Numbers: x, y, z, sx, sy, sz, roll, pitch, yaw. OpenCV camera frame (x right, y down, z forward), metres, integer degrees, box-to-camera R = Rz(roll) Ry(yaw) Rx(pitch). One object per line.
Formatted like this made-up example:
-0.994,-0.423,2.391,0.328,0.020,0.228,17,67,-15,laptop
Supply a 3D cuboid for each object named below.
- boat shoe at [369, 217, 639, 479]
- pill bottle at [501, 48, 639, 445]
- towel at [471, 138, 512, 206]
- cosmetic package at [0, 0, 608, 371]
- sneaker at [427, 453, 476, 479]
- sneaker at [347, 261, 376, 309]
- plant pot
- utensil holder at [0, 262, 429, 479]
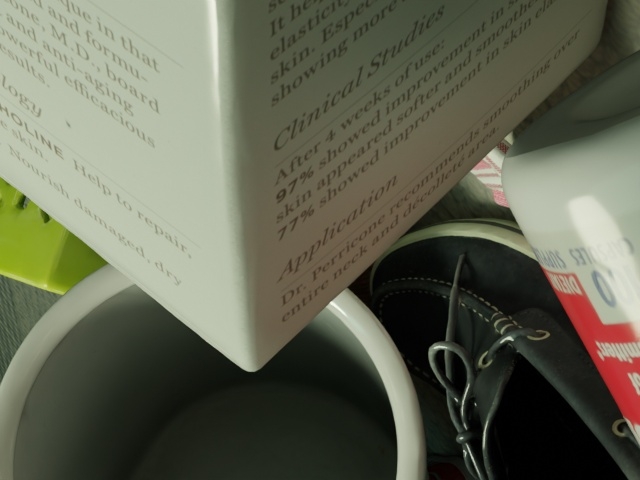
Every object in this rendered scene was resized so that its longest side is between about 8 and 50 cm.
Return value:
0.162,0.116,1.267,0.500,0.156,0.187,30,148,54,boat shoe
0.275,0.086,0.855,0.408,0.229,0.229,60,160,-8,pill bottle
0.123,-0.041,1.176,0.144,0.029,0.197,38,-177,42,towel
-0.048,-0.217,0.945,0.327,0.329,0.394,37,153,22,cosmetic package
0.098,0.236,1.708,0.042,0.067,0.118,57,160,2,sneaker
0.000,0.000,1.562,0.302,0.108,0.121,99,153,-68,sneaker
-0.203,-0.050,1.682,0.227,0.207,0.228,18,178,-44,plant pot
-0.069,0.211,1.474,0.327,0.327,0.385,51,173,17,utensil holder
